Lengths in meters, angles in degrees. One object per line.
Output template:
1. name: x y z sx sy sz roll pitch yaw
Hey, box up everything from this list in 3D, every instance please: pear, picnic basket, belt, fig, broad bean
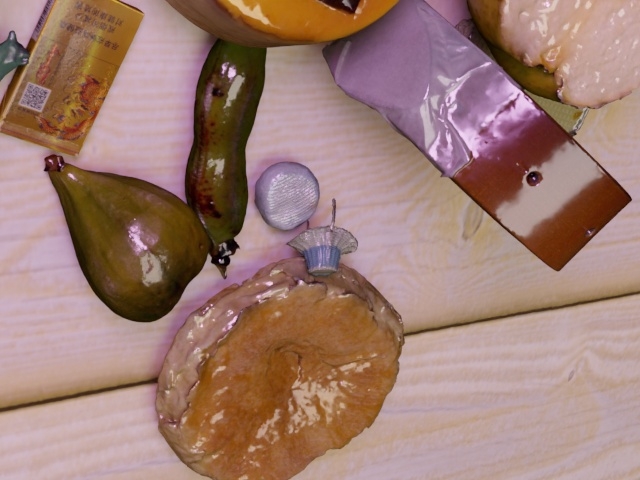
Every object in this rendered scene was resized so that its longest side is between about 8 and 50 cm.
1. pear: 0.292 -0.350 1.063 0.340 0.191 0.386 35 96 -39
2. picnic basket: 0.000 0.000 1.152 0.083 0.083 0.065 6 157 -24
3. belt: 0.157 -0.119 1.047 0.122 0.339 0.217 -47 176 12
4. fig: -0.197 0.000 1.002 0.133 0.126 0.185 -40 138 12
5. broad bean: -0.099 -0.110 1.037 0.077 0.061 0.339 -19 129 -43

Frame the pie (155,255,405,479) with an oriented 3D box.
1. pie: -0.043 0.167 1.239 0.339 0.083 0.339 -19 129 -24

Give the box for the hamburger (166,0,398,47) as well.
1. hamburger: -0.030 -0.312 0.875 0.300 0.176 0.300 -13 120 -24

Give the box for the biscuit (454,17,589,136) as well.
1. biscuit: 0.233 -0.175 1.233 0.250 0.046 0.147 8 112 -36

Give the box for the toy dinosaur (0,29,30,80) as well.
1. toy dinosaur: -0.377 -0.091 0.854 0.292 0.079 0.120 -39 127 -10

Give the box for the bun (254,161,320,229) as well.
1. bun: -0.039 -0.052 1.127 0.083 0.045 0.083 -15 122 -25

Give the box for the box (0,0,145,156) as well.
1. box: -0.235 -0.160 0.942 0.089 0.022 0.156 16 108 -38
